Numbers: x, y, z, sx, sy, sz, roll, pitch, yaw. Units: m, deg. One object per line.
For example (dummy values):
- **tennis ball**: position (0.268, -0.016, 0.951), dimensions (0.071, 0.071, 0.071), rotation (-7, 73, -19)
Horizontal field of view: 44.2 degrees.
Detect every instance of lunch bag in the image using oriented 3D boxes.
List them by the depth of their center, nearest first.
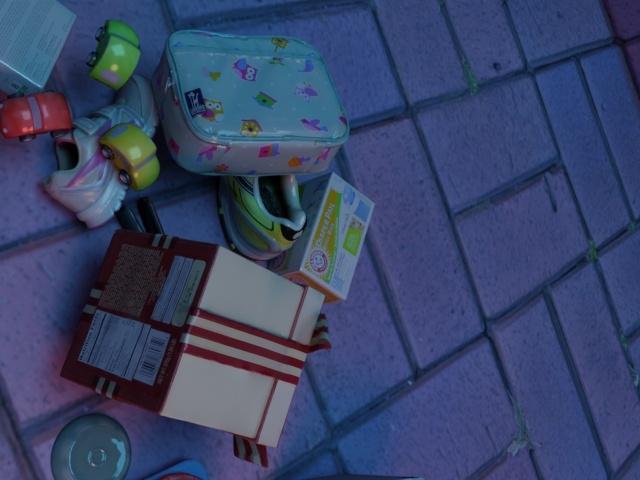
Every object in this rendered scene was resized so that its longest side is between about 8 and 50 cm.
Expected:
- **lunch bag**: position (-0.108, -0.211, 1.181), dimensions (0.279, 0.108, 0.223), rotation (-2, 63, -30)

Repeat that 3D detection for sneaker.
- **sneaker**: position (-0.320, -0.148, 1.152), dimensions (0.111, 0.103, 0.252), rotation (33, 60, -32)
- **sneaker**: position (-0.114, -0.163, 1.301), dimensions (0.145, 0.147, 0.384), rotation (-24, 94, -40)

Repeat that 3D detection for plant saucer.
- **plant saucer**: position (-0.315, 0.303, 1.103), dimensions (0.119, 0.021, 0.119), rotation (11, 73, -38)

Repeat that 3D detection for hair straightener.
- **hair straightener**: position (-0.262, 0.053, 1.200), dimensions (0.089, 0.047, 0.230), rotation (-24, 100, -41)

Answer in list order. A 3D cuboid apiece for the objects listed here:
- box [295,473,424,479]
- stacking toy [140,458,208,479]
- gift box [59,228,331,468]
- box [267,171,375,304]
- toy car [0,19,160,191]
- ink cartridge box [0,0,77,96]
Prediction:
- **box**: position (0.048, 0.445, 1.271), dimensions (0.182, 0.181, 0.118), rotation (7, 74, -39)
- **stacking toy**: position (-0.140, 0.395, 1.042), dimensions (0.175, 0.302, 0.165), rotation (-17, 91, -42)
- **gift box**: position (-0.150, 0.148, 1.075), dimensions (0.258, 0.276, 0.255), rotation (31, 77, -49)
- **box**: position (0.000, 0.000, 1.388), dimensions (0.114, 0.103, 0.203), rotation (34, 60, -30)
- **toy car**: position (-0.296, -0.206, 1.080), dimensions (0.239, 0.053, 0.224), rotation (25, 71, -37)
- **ink cartridge box**: position (-0.459, -0.312, 1.071), dimensions (0.225, 0.056, 0.180), rotation (33, 41, -28)
